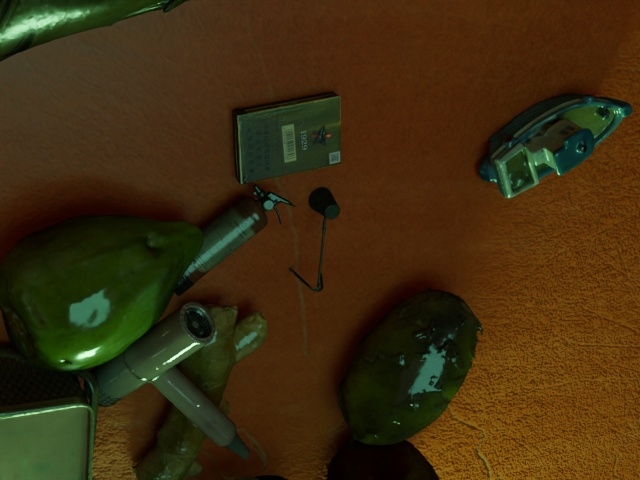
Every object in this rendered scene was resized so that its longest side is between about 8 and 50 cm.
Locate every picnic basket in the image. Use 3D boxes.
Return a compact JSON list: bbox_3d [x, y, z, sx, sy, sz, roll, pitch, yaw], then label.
[{"bbox_3d":[-0.389,0.221,1.163,0.267,0.139,0.165,-5,118,-24],"label":"picnic basket"}]

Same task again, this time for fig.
[{"bbox_3d":[-0.241,0.053,1.129,0.234,0.167,0.167,-16,123,0],"label":"fig"}]

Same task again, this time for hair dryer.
[{"bbox_3d":[-0.139,0.185,1.214,0.220,0.053,0.195,41,128,-19],"label":"hair dryer"}]

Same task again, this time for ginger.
[{"bbox_3d":[-0.168,0.209,1.315,0.118,0.065,0.298,17,110,-26],"label":"ginger"}]

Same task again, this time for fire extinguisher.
[{"bbox_3d":[-0.113,-0.004,1.236,0.177,0.050,0.062,-38,115,-3],"label":"fire extinguisher"}]

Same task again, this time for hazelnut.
[{"bbox_3d":[0.089,0.373,1.479,0.178,0.178,0.204,-21,118,-15],"label":"hazelnut"}]

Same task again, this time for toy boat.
[{"bbox_3d":[0.319,-0.126,1.358,0.215,0.102,0.088,-31,127,-10],"label":"toy boat"}]

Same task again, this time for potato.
[{"bbox_3d":[0.118,0.178,1.402,0.149,0.113,0.251,37,92,-11],"label":"potato"}]

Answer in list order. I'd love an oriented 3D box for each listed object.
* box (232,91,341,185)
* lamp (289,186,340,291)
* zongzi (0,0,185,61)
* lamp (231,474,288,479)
[{"bbox_3d":[-0.039,-0.122,1.228,0.133,0.023,0.090,-14,122,-20],"label":"box"},{"bbox_3d":[0.000,-0.001,1.292,0.041,0.054,0.121,2,114,-27],"label":"lamp"},{"bbox_3d":[-0.255,-0.230,1.015,0.274,0.145,0.300,6,129,-35],"label":"zongzi"},{"bbox_3d":[-0.075,0.450,1.385,0.205,0.374,0.272,-39,95,-19],"label":"lamp"}]
